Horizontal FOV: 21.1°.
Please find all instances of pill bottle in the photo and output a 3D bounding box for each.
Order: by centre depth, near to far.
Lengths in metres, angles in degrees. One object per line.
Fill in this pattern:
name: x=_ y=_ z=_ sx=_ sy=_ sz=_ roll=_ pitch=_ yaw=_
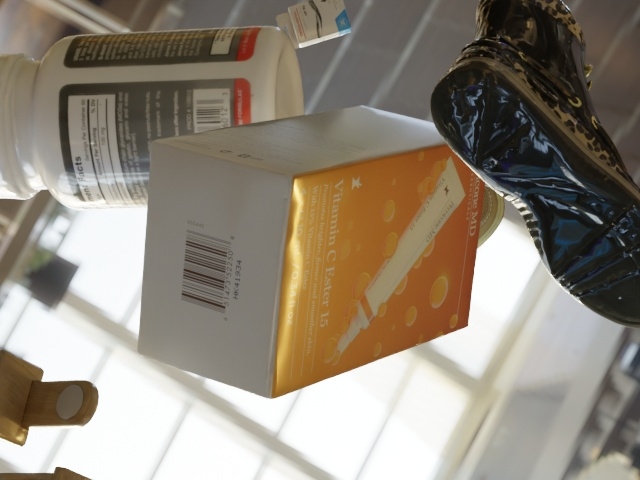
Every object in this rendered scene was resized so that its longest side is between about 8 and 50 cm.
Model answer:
pill bottle: x=-0.212 y=-0.140 z=2.010 sx=0.210 sy=0.362 sz=0.210 roll=-1 pitch=90 yaw=-79

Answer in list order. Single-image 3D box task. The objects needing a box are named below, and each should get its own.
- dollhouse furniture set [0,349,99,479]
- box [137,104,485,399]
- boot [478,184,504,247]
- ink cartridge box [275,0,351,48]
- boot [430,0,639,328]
dollhouse furniture set: x=-0.375 y=0.187 z=1.436 sx=0.173 sy=0.355 sz=0.303 roll=-7 pitch=-118 yaw=38
box: x=0.000 y=0.000 z=1.687 sx=0.345 sy=0.168 sz=0.215 roll=-15 pitch=115 yaw=-53
boot: x=0.097 y=-0.027 z=2.052 sx=0.213 sy=0.165 sz=0.077 roll=-23 pitch=-120 yaw=39
ink cartridge box: x=-0.009 y=-0.264 z=2.075 sx=0.083 sy=0.048 sz=0.028 roll=-18 pitch=176 yaw=0
boot: x=0.177 y=-0.069 z=1.193 sx=0.085 sy=0.236 sz=0.179 roll=-33 pitch=-160 yaw=30
